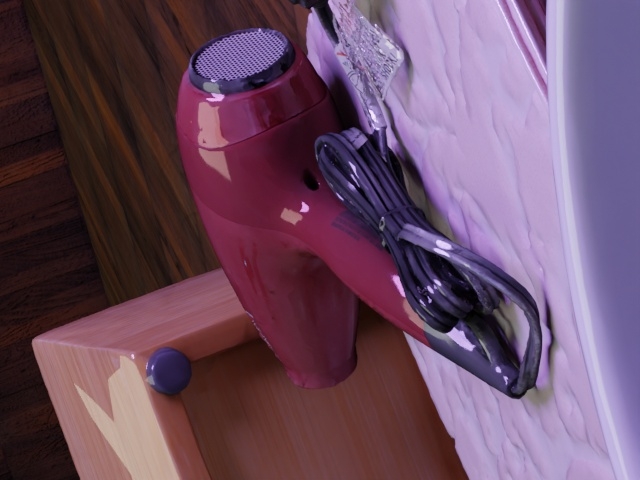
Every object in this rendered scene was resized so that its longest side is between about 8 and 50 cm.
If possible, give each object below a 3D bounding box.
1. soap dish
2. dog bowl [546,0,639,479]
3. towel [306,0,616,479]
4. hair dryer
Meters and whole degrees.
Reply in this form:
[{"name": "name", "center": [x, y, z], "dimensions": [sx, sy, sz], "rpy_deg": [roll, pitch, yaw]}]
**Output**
[{"name": "soap dish", "center": [0.000, 0.149, 1.045], "dimensions": [0.118, 0.229, 0.291], "rpy_deg": [-23, 88, 62]}, {"name": "dog bowl", "center": [0.136, 0.001, 0.303], "dimensions": [0.265, 0.104, 0.265], "rpy_deg": [168, 90, -75]}, {"name": "towel", "center": [0.077, -0.015, 0.796], "dimensions": [0.332, 0.053, 0.317], "rpy_deg": [97, 152, -67]}, {"name": "hair dryer", "center": [0.000, 0.000, 0.847], "dimensions": [0.293, 0.080, 0.224], "rpy_deg": [105, 144, -70]}]
